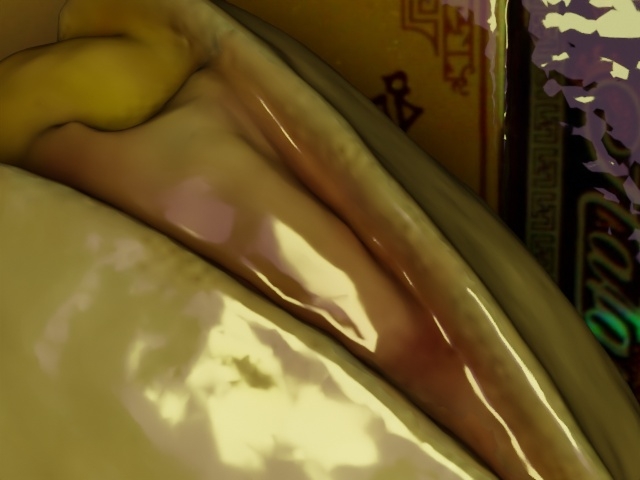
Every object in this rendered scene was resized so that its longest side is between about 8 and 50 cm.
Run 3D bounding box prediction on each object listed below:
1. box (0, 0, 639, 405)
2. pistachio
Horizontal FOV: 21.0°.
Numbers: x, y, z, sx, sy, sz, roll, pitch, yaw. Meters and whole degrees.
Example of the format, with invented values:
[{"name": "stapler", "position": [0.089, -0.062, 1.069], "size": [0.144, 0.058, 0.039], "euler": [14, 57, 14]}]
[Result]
[{"name": "box", "position": [0.001, 0.000, 0.723], "size": [0.415, 0.116, 0.264], "euler": [4, 105, 11]}, {"name": "pistachio", "position": [-0.011, 0.062, 0.556], "size": [0.230, 0.230, 0.309], "euler": [-37, 97, 18]}]
